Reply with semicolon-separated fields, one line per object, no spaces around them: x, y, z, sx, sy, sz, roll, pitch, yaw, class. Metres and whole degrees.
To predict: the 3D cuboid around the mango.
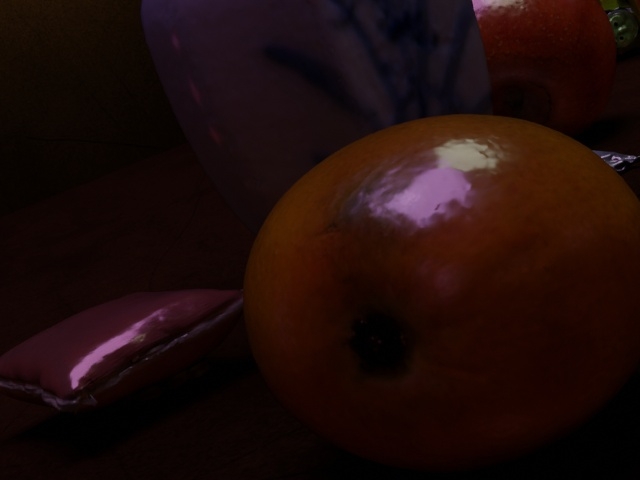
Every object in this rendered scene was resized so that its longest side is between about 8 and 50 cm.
0.066;0.020;0.782;0.211;0.173;0.317;-19;4;6;mango

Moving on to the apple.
0.185;-0.175;1.491;0.235;0.210;0.173;-28;36;10;apple

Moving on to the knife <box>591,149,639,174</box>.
0.179;-0.075;1.377;0.044;0.026;0.296;-30;21;-29;knife

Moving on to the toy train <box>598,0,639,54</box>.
0.400;-0.311;2.048;0.160;0.100;0.296;-29;13;-7;toy train

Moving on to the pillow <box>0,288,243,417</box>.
-0.154;0.087;1.116;0.171;0.075;0.179;-26;12;-30;pillow

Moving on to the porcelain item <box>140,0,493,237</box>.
0.000;-0.146;1.100;0.178;0.405;0.242;-13;13;44;porcelain item
